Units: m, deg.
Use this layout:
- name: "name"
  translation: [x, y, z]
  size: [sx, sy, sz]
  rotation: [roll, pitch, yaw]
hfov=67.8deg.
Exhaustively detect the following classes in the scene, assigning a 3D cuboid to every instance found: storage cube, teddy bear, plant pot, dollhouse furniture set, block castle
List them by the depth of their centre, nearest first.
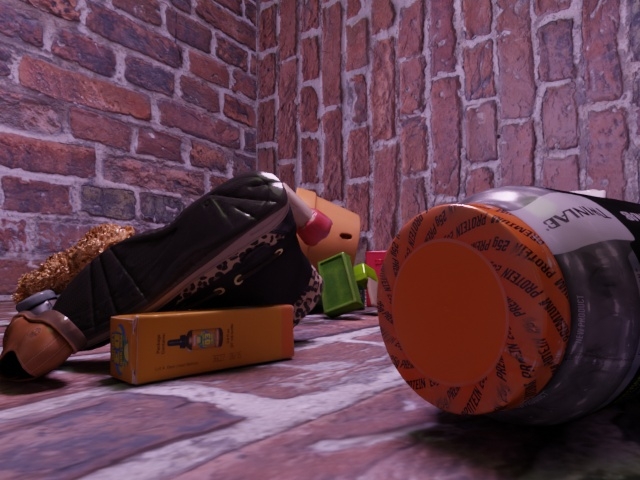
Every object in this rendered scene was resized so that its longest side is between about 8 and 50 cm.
- name: "teddy bear"
  translation: [-0.580, 0.083, 1.148]
  size: [0.338, 0.113, 0.245]
  rotation: [-25, -15, 6]
- name: "block castle"
  translation: [-0.202, 0.045, 1.214]
  size: [0.454, 0.302, 0.213]
  rotation: [-3, -40, 49]
- name: "dollhouse furniture set"
  translation: [0.003, 0.179, 1.342]
  size: [0.302, 0.151, 0.198]
  rotation: [-25, -31, 23]
- name: "plant pot"
  translation: [0.000, 0.000, 1.440]
  size: [0.204, 0.290, 0.291]
  rotation: [10, -5, -5]
- name: "storage cube"
  translation: [0.256, 0.135, 1.705]
  size: [0.184, 0.192, 0.215]
  rotation: [-1, -3, 8]

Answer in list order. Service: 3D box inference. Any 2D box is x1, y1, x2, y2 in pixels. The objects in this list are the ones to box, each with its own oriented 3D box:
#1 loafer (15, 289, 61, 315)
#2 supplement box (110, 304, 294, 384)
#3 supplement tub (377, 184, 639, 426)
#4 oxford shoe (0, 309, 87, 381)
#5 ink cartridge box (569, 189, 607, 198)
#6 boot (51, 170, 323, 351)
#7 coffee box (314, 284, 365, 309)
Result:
- name: "loafer"
  translation: [-0.586, 0.168, 1.042]
  size: [0.096, 0.084, 0.267]
  rotation: [-31, 0, -18]
- name: "supplement box"
  translation: [-0.144, 0.126, 0.619]
  size: [0.080, 0.077, 0.234]
  rotation: [-4, -6, 44]
- name: "supplement tub"
  translation: [0.218, 0.052, 0.432]
  size: [0.316, 0.193, 0.194]
  rotation: [2, -5, -36]
- name: "oxford shoe"
  translation: [-0.361, 0.133, 0.577]
  size: [0.212, 0.076, 0.076]
  rotation: [-19, 24, 47]
- name: "ink cartridge box"
  translation: [0.353, 0.045, 0.749]
  size: [0.172, 0.237, 0.100]
  rotation: [-3, -39, 36]
- name: "boot"
  translation: [-0.176, 0.086, 0.748]
  size: [0.378, 0.138, 0.284]
  rotation: [-36, -36, -5]
- name: "coffee box"
  translation: [0.048, 0.164, 1.507]
  size: [0.185, 0.113, 0.040]
  rotation: [-2, 24, 11]
